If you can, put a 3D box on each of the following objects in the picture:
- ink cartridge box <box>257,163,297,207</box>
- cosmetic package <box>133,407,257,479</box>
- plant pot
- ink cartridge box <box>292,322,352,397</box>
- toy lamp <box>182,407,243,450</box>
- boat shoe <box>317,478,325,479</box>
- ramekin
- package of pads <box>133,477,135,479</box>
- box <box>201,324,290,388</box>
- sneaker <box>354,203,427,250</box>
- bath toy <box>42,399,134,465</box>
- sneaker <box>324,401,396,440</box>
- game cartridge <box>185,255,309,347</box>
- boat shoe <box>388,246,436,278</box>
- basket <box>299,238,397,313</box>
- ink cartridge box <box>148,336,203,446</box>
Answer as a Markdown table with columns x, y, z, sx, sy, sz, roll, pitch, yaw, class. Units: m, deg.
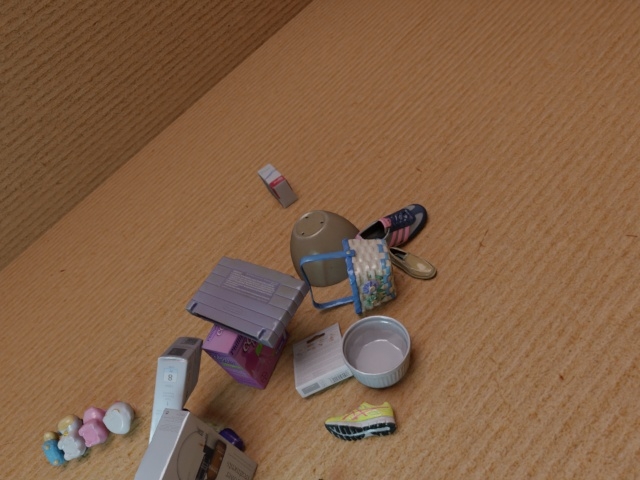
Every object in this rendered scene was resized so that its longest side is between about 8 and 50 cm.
| x | y | z | sx | sy | sz | roll | pitch | yaw | class |
| --- | --- | --- | --- | --- | --- | --- | --- | --- | --- |
| -0.187 | -0.239 | 2.439 | 0.072 | 0.127 | 0.175 | -37 | 42 | -6 | ink cartridge box |
| -0.333 | 0.659 | 1.496 | 0.097 | 0.377 | 0.284 | -1 | 51 | 29 | cosmetic package |
| 0.000 | 0.000 | 2.055 | 0.284 | 0.191 | 0.284 | -18 | 44 | 18 | plant pot |
| 0.003 | 0.381 | 1.814 | 0.181 | 0.056 | 0.224 | -27 | 24 | 7 | ink cartridge box |
| -0.354 | 0.606 | 1.786 | 0.275 | 0.080 | 0.080 | 11 | 58 | 38 | toy lamp |
| 0.016 | 0.698 | 1.494 | 0.043 | 0.049 | 0.137 | -19 | 46 | 11 | boat shoe |
| 0.170 | 0.336 | 1.674 | 0.207 | 0.109 | 0.207 | -9 | 44 | 9 | ramekin |
| -0.515 | 0.858 | 1.630 | 0.229 | 0.101 | 0.296 | 5 | 55 | 36 | package of pads |
| -0.237 | 0.329 | 1.851 | 0.117 | 0.243 | 0.213 | 3 | 52 | 34 | box |
| 0.250 | -0.045 | 1.959 | 0.319 | 0.131 | 0.112 | -36 | 62 | -17 | sneaker |
| -0.802 | 0.656 | 1.987 | 0.348 | 0.129 | 0.151 | -26 | 86 | 10 | bath toy |
| 0.114 | 0.505 | 1.602 | 0.209 | 0.081 | 0.094 | -10 | 39 | 15 | sneaker |
| -0.228 | 0.180 | 1.763 | 0.355 | 0.068 | 0.230 | 15 | 55 | 34 | game cartridge |
| 0.300 | 0.071 | 1.891 | 0.190 | 0.072 | 0.068 | 21 | 64 | 42 | boat shoe |
| 0.093 | 0.117 | 1.841 | 0.289 | 0.254 | 0.201 | -10 | 48 | 8 | basket |
| -0.426 | 0.501 | 1.666 | 0.091 | 0.308 | 0.385 | 5 | 90 | -5 | ink cartridge box |
